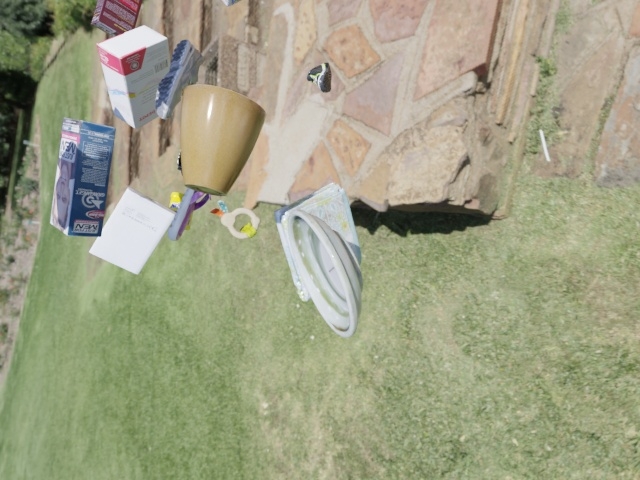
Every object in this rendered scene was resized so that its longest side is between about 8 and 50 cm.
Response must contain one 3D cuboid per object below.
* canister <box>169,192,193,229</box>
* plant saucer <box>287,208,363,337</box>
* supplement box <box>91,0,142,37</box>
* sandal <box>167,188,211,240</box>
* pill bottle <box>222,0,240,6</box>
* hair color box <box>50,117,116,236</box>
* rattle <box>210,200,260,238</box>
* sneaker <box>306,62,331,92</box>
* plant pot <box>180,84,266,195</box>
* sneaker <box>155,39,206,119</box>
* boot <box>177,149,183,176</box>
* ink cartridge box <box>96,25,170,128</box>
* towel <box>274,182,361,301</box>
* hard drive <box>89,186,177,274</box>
[{"bbox_3d":[-0.700,-0.145,2.146,0.073,0.126,0.170,118,159,-71],"label":"canister"},{"bbox_3d":[0.030,0.084,1.259,0.400,0.100,0.401,55,158,35],"label":"plant saucer"},{"bbox_3d":[-0.753,-0.891,1.606,0.073,0.130,0.240,10,84,40],"label":"supplement box"},{"bbox_3d":[-0.505,-0.181,1.784,0.417,0.102,0.169,-65,9,0],"label":"sandal"},{"bbox_3d":[-0.182,-0.633,1.032,0.137,0.078,0.078,-32,46,-8],"label":"pill bottle"},{"bbox_3d":[-0.752,-0.199,1.348,0.173,0.105,0.348,18,100,41],"label":"hair color box"},{"bbox_3d":[-0.351,-0.087,1.724,0.130,0.199,0.143,-67,19,10],"label":"rattle"},{"bbox_3d":[-0.008,-0.667,1.776,0.097,0.084,0.235,-8,35,12],"label":"sneaker"},{"bbox_3d":[-0.292,-0.262,1.199,0.237,0.237,0.255,3,80,52],"label":"plant pot"},{"bbox_3d":[-0.482,-0.548,1.500,0.105,0.115,0.281,25,91,41],"label":"sneaker"},{"bbox_3d":[-0.520,-0.381,1.756,0.229,0.091,0.263,147,137,-76],"label":"boot"},{"bbox_3d":[-0.697,-0.625,1.646,0.131,0.226,0.306,33,143,11],"label":"ink cartridge box"},{"bbox_3d":[0.000,0.000,1.648,0.090,0.320,0.375,9,120,51],"label":"towel"},{"bbox_3d":[-0.844,-0.037,1.932,0.353,0.233,0.047,-53,25,13],"label":"hard drive"}]
